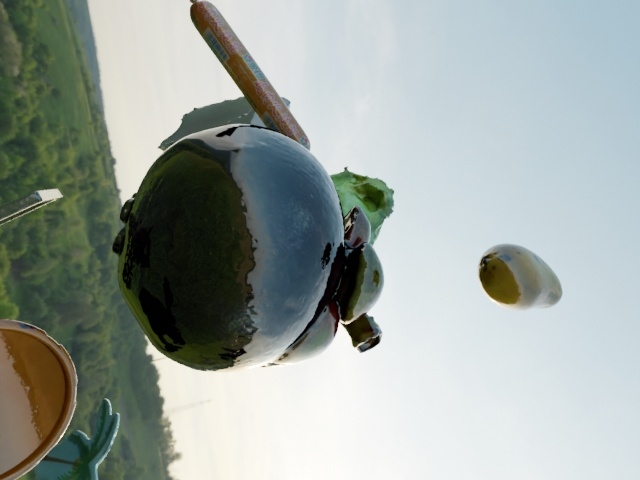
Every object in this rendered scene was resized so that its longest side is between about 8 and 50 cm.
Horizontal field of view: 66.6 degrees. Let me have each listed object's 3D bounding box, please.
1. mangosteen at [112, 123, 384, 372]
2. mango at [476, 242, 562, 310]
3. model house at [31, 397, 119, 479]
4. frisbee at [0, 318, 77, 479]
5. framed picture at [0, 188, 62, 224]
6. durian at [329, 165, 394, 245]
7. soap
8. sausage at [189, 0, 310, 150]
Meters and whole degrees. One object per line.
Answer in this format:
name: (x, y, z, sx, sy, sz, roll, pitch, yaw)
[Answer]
mangosteen: (-0.086, 0.022, 0.761, 0.382, 0.434, 0.383, -166, -90, -79)
mango: (0.324, 0.060, 0.797, 0.090, 0.177, 0.115, -49, -128, 37)
model house: (-0.468, 0.329, 0.630, 0.323, 0.340, 0.300, 29, -17, 31)
frisbee: (-0.361, 0.174, 0.513, 0.035, 0.192, 0.192, 10, -70, 46)
framed picture: (-0.504, -0.015, 0.704, 0.021, 0.240, 0.324, 65, -18, -16)
durian: (0.000, 0.000, 1.089, 0.204, 0.256, 0.339, 43, -59, -7)
soap: (-0.220, -0.248, 1.056, 0.302, 0.159, 0.258, 31, -25, 7)
sausage: (-0.123, -0.282, 0.857, 0.348, 0.053, 0.053, 54, -23, -3)
